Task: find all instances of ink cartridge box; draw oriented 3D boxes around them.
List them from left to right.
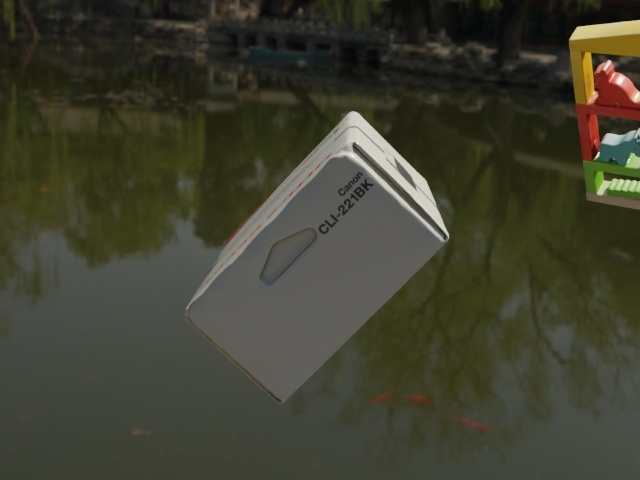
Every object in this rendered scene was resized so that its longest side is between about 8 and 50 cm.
[{"bbox_3d":[0.000,0.000,0.855,0.114,0.197,0.273,43,11,-6],"label":"ink cartridge box"}]

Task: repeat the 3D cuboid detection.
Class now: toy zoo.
[{"bbox_3d":[0.387,-0.144,1.078,0.192,0.293,0.030,13,51,33],"label":"toy zoo"}]
